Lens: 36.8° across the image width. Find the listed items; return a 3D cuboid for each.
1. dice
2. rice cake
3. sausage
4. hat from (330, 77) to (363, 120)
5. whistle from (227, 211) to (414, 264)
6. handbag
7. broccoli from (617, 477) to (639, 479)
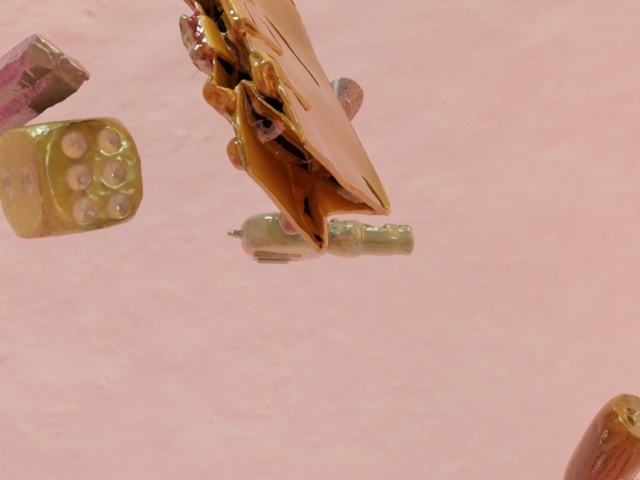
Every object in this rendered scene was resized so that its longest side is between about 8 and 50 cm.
[{"bbox_3d":[-0.384,-0.097,1.470,0.169,0.166,0.169,0,101,48],"label":"dice"},{"bbox_3d":[-0.488,-0.225,1.509,0.298,0.106,0.050,-22,44,38],"label":"rice cake"},{"bbox_3d":[0.474,0.392,1.631,0.112,0.112,0.328,26,132,14],"label":"sausage"},{"bbox_3d":[0.028,-0.198,1.413,0.058,0.042,0.087,26,96,-1],"label":"hat"},{"bbox_3d":[0.000,0.000,1.330,0.258,0.126,0.067,0,80,-7],"label":"whistle"},{"bbox_3d":[-0.073,-0.199,1.159,0.133,0.283,0.401,-27,63,9],"label":"handbag"},{"bbox_3d":[0.216,0.309,0.620,0.254,0.269,0.269,27,89,45],"label":"broccoli"}]
